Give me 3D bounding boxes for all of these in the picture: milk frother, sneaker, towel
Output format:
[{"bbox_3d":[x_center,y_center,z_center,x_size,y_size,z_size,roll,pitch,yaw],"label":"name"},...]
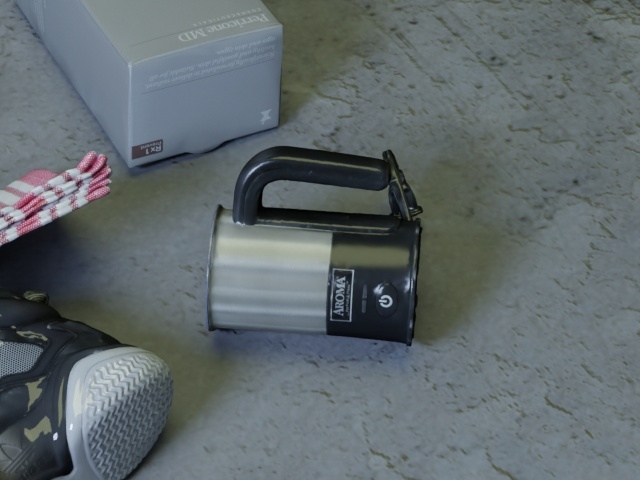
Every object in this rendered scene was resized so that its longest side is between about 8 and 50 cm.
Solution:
[{"bbox_3d":[0.000,0.000,1.283,0.135,0.129,0.143,5,1,3],"label":"milk frother"},{"bbox_3d":[-0.228,0.117,1.144,0.153,0.101,0.268,35,47,30],"label":"sneaker"},{"bbox_3d":[-0.242,-0.005,1.257,0.197,0.029,0.144,-28,11,-27],"label":"towel"}]

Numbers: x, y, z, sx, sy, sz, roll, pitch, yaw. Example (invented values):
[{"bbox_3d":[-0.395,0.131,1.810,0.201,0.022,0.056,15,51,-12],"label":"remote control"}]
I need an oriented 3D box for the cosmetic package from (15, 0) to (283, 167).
[{"bbox_3d":[-0.133,-0.170,1.436,0.127,0.107,0.238,-19,45,-24],"label":"cosmetic package"}]
